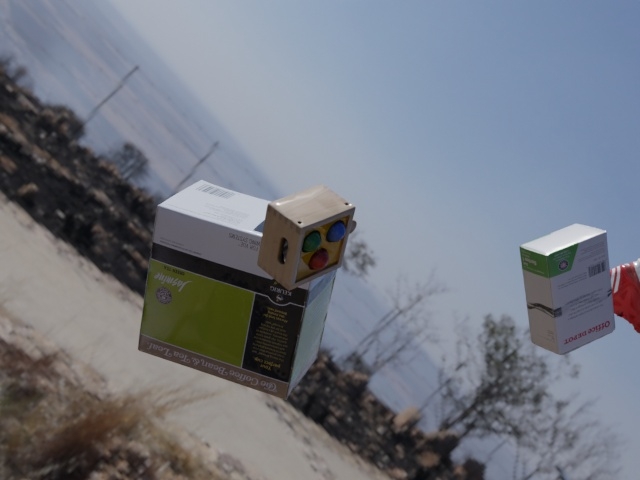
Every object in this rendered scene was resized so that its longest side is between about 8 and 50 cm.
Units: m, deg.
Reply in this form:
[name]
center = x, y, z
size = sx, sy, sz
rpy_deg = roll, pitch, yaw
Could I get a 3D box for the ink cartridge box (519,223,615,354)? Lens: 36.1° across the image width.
[ink cartridge box]
center = 0.498, 0.098, 1.977
size = 0.092, 0.160, 0.220
rpy_deg = 23, -53, 59

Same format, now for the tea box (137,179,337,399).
[tea box]
center = -0.157, 0.092, 1.965
size = 0.328, 0.324, 0.220
rpy_deg = 17, 21, 12

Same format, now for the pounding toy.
[pounding toy]
center = 0.002, 0.006, 1.661
size = 0.094, 0.206, 0.181
rpy_deg = 37, -49, 31

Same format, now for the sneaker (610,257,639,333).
[sneaker]
center = 0.654, 0.156, 2.073
size = 0.087, 0.128, 0.221
rpy_deg = -17, 90, -70
